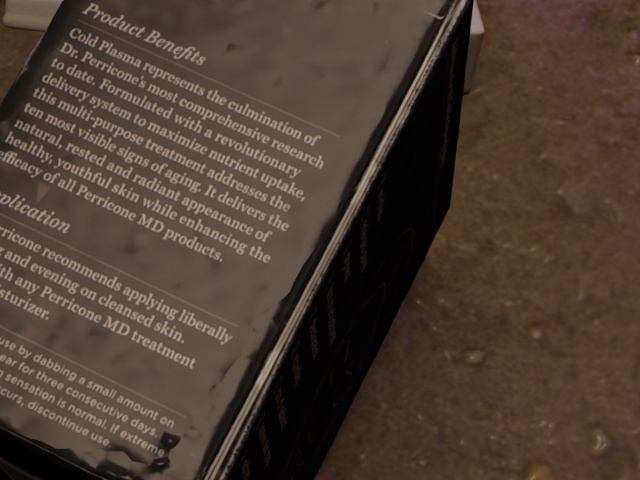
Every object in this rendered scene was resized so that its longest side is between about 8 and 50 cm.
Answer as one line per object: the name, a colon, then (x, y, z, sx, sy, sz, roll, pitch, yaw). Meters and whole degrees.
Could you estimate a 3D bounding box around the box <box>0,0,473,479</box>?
box: (-0.100, 0.021, 1.462, 0.297, 0.480, 0.472, 26, 72, 11)

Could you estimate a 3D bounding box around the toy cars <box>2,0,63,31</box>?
toy cars: (-0.347, -0.260, 1.767, 0.393, 0.087, 0.176, -9, 21, -22)

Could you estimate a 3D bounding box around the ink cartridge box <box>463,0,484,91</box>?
ink cartridge box: (0.059, -0.302, 1.958, 0.197, 0.114, 0.273, -6, 58, -9)
